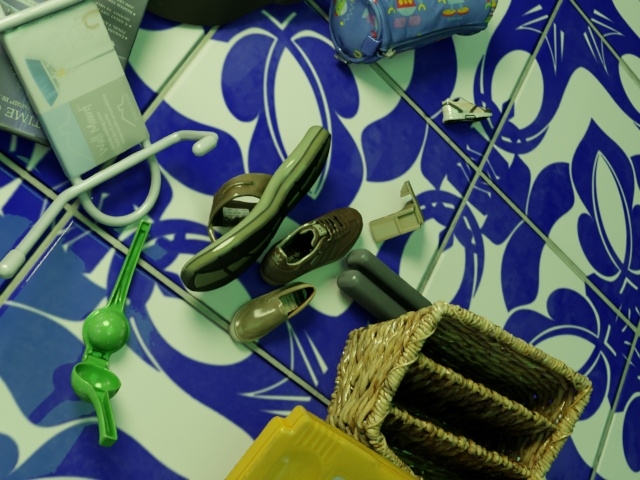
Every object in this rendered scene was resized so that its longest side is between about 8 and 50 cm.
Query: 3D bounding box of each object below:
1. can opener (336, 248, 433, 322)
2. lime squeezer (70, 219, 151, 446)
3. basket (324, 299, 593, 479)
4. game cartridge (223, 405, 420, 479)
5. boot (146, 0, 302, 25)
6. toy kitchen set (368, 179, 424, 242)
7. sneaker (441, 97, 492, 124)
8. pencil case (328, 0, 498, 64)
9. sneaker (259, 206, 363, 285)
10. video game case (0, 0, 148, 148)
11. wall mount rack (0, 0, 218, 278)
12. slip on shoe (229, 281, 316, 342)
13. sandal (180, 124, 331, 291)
[{"bbox_3d":[0.152,0.111,1.101,0.283,0.095,0.076,39,62,-27],"label":"can opener"},{"bbox_3d":[-0.246,0.113,0.844,0.059,0.110,0.310,12,43,-15],"label":"lime squeezer"},{"bbox_3d":[0.185,0.246,1.003,0.299,0.223,0.213,30,59,-22],"label":"basket"},{"bbox_3d":[0.001,0.389,0.905,0.324,0.053,0.285,36,91,-23],"label":"game cartridge"},{"bbox_3d":[-0.129,-0.385,1.029,0.305,0.112,0.115,-20,62,-30],"label":"boot"},{"bbox_3d":[0.115,-0.048,1.148,0.083,0.075,0.068,-47,117,-72],"label":"toy kitchen set"},{"bbox_3d":[0.254,-0.226,1.266,0.109,0.040,0.043,-7,83,-34],"label":"sneaker"},{"bbox_3d":[0.153,-0.365,1.177,0.306,0.119,0.133,-23,77,-34],"label":"pencil case"},{"bbox_3d":[0.000,0.000,1.028,0.188,0.071,0.066,-36,79,-32],"label":"sneaker"},{"bbox_3d":[-0.303,-0.249,0.836,0.196,0.026,0.274,20,88,-47],"label":"video game case"},{"bbox_3d":[-0.274,-0.138,0.783,0.304,0.130,0.350,-37,124,-32],"label":"wall mount rack"},{"bbox_3d":[-0.062,0.095,0.997,0.135,0.041,0.051,-25,95,-34],"label":"slip on shoe"},{"bbox_3d":[-0.091,-0.049,0.979,0.086,0.120,0.303,33,59,7],"label":"sandal"}]
